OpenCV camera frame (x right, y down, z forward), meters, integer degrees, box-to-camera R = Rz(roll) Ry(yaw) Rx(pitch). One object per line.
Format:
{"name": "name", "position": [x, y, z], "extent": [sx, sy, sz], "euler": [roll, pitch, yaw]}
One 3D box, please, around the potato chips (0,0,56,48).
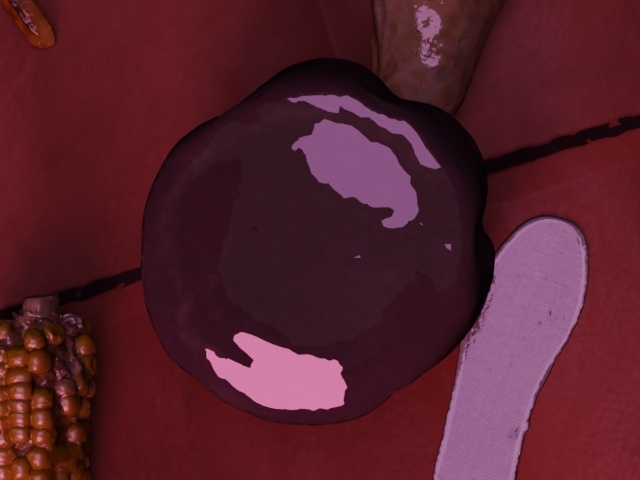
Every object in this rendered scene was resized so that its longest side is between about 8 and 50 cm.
{"name": "potato chips", "position": [-0.253, -0.233, 1.317], "extent": [0.037, 0.026, 0.204], "euler": [-25, 83, -14]}

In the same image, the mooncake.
{"name": "mooncake", "position": [0.000, 0.000, 1.207], "extent": [0.245, 0.133, 0.245], "euler": [3, 106, 12]}

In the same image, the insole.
{"name": "insole", "position": [0.134, 0.090, 1.280], "extent": [0.080, 0.003, 0.232], "euler": [19, 85, 4]}

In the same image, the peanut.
{"name": "peanut", "position": [0.096, -0.180, 1.265], "extent": [0.099, 0.099, 0.214], "euler": [30, 86, 5]}

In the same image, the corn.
{"name": "corn", "position": [-0.204, 0.197, 1.239], "extent": [0.097, 0.097, 0.320], "euler": [0, 86, 2]}
